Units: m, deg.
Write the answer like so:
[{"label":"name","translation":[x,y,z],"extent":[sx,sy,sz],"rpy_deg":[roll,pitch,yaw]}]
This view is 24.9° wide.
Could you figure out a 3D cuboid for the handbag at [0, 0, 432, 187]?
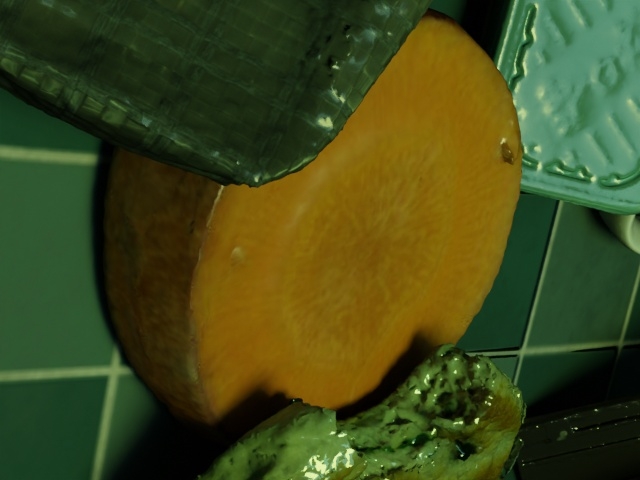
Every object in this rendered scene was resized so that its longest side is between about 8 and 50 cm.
[{"label":"handbag","translation":[-0.080,-0.134,0.677],"extent":[0.270,0.088,0.175],"rpy_deg":[27,85,-12]}]

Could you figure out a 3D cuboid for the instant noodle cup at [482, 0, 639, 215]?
[{"label":"instant noodle cup","translation":[0.170,-0.117,0.965],"extent":[0.157,0.070,0.179],"rpy_deg":[11,100,-25]}]

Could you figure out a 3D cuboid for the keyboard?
[{"label":"keyboard","translation":[0.270,0.145,1.110],"extent":[0.250,0.017,0.087],"rpy_deg":[-14,125,9]}]

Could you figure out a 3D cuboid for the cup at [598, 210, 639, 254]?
[{"label":"cup","translation":[0.371,-0.102,1.087],"extent":[0.326,0.237,0.323],"rpy_deg":[9,130,-45]}]

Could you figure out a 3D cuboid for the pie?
[{"label":"pie","translation":[0.008,0.192,0.909],"extent":[0.302,0.067,0.302],"rpy_deg":[-27,140,-25]}]

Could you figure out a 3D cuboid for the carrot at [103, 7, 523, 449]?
[{"label":"carrot","translation":[0.000,0.000,0.855],"extent":[0.258,0.100,0.307],"rpy_deg":[-20,123,-32]}]
